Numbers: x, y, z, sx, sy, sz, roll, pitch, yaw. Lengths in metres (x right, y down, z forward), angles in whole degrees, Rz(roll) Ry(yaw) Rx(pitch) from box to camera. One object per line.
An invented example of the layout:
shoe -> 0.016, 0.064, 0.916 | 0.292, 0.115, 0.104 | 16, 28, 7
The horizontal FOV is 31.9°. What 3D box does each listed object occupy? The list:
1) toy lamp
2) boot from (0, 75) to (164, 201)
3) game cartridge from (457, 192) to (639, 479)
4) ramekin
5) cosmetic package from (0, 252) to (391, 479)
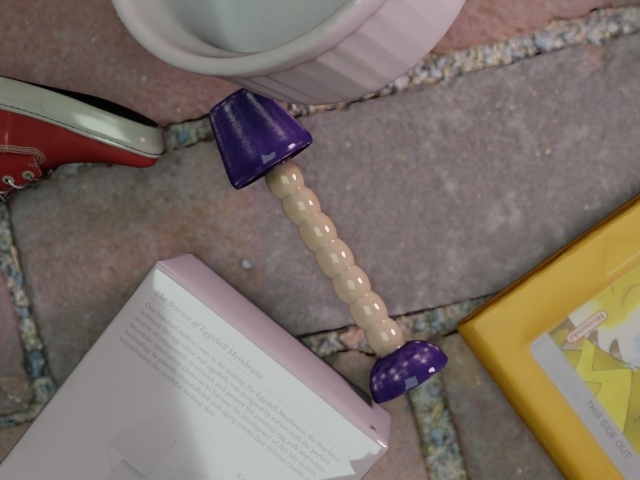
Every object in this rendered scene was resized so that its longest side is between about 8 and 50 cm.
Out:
toy lamp -> 0.000, 0.000, 0.911 | 0.080, 0.080, 0.275 | -31, 90, 5
boot -> -0.254, -0.045, 0.927 | 0.244, 0.088, 0.176 | 13, 94, 12
game cartridge -> 0.317, 0.117, 0.902 | 0.285, 0.052, 0.324 | -37, 88, 6
ramekin -> -0.014, -0.233, 0.825 | 0.277, 0.135, 0.277 | -8, 74, 29
cosmetic package -> -0.098, 0.165, 0.895 | 0.224, 0.138, 0.225 | 39, 96, 2
